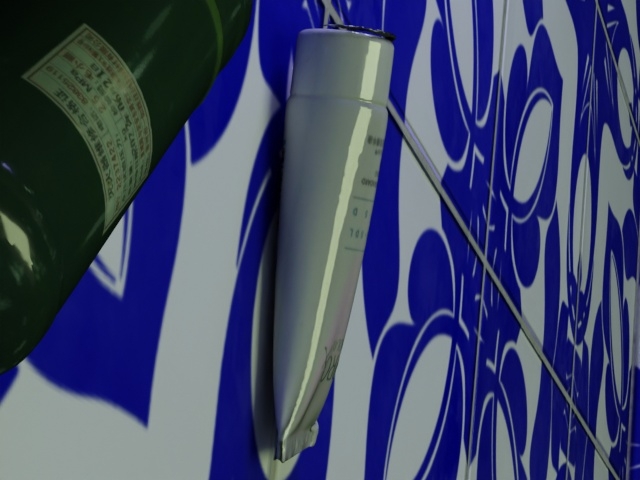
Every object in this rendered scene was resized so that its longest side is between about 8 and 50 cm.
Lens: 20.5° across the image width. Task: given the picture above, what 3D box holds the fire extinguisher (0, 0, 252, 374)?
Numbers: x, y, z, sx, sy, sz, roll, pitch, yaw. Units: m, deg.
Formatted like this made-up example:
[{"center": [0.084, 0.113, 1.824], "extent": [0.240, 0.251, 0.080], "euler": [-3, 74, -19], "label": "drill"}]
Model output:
[{"center": [-0.109, -0.025, 0.587], "extent": [0.118, 0.093, 0.294], "euler": [54, 32, -19], "label": "fire extinguisher"}]

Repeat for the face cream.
[{"center": [0.000, 0.000, 1.000], "extent": [0.092, 0.058, 0.243], "euler": [5, 92, -77], "label": "face cream"}]
